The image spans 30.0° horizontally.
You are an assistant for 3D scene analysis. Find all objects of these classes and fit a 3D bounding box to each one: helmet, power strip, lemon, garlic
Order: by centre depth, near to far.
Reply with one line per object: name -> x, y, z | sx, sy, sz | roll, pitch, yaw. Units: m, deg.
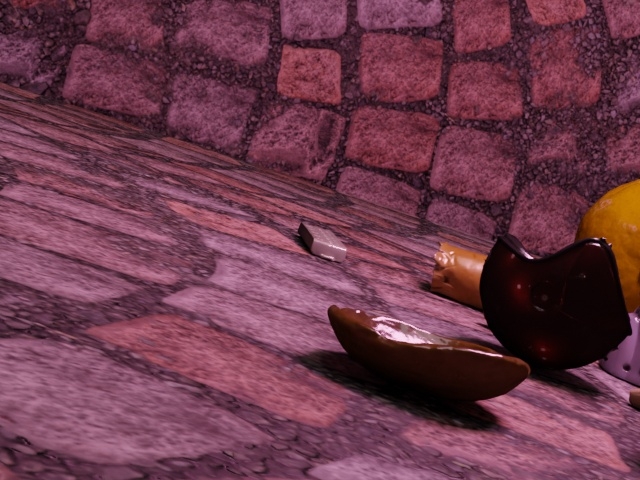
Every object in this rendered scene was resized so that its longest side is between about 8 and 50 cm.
garlic -> 0.436, 0.206, 1.521 | 0.083, 0.041, 0.053 | 12, 1, 3
helmet -> 0.313, 0.074, 1.583 | 0.216, 0.193, 0.189 | 33, 6, 9
power strip -> 0.000, 0.000, 2.068 | 0.060, 0.027, 0.253 | 18, 6, -10
lemon -> 0.665, 0.035, 2.382 | 0.348, 0.348, 0.348 | 18, 6, -2

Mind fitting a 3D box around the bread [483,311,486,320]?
bread -> 0.293, 0.120, 1.787 | 0.062, 0.049, 0.103 | 3, 16, -39

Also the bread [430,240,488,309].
bread -> 0.267, 0.066, 2.014 | 0.173, 0.085, 0.134 | 19, 7, 8

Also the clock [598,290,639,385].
clock -> 0.538, 0.101, 1.774 | 0.188, 0.254, 0.189 | 18, 1, 0

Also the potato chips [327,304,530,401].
potato chips -> 0.102, 0.118, 1.192 | 0.208, 0.062, 0.195 | 14, 2, -30
